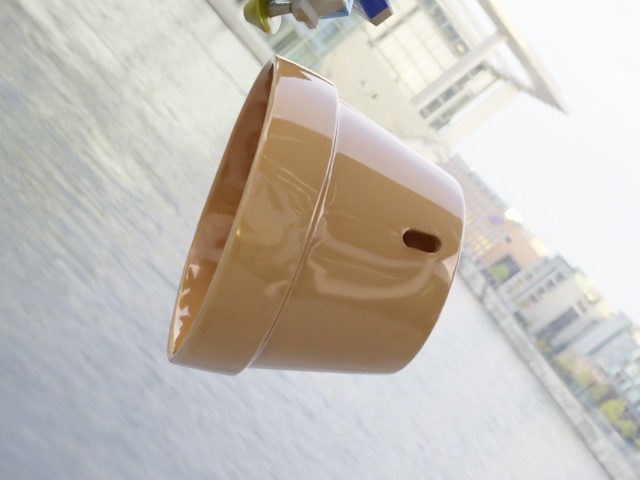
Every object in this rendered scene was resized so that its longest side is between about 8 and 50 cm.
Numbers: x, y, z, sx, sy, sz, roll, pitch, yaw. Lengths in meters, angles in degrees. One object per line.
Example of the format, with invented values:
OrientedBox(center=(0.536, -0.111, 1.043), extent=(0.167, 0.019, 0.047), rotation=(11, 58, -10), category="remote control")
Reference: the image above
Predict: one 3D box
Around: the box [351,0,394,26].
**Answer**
OrientedBox(center=(0.002, -0.366, 1.073), extent=(0.136, 0.036, 0.225), rotation=(48, -7, 48), category="box")

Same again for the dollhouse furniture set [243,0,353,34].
OrientedBox(center=(-0.092, -0.377, 0.821), extent=(0.286, 0.198, 0.303), rotation=(40, 57, -56), category="dollhouse furniture set")

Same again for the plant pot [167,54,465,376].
OrientedBox(center=(0.000, 0.000, 0.851), extent=(0.203, 0.291, 0.291), rotation=(18, 15, -13), category="plant pot")
